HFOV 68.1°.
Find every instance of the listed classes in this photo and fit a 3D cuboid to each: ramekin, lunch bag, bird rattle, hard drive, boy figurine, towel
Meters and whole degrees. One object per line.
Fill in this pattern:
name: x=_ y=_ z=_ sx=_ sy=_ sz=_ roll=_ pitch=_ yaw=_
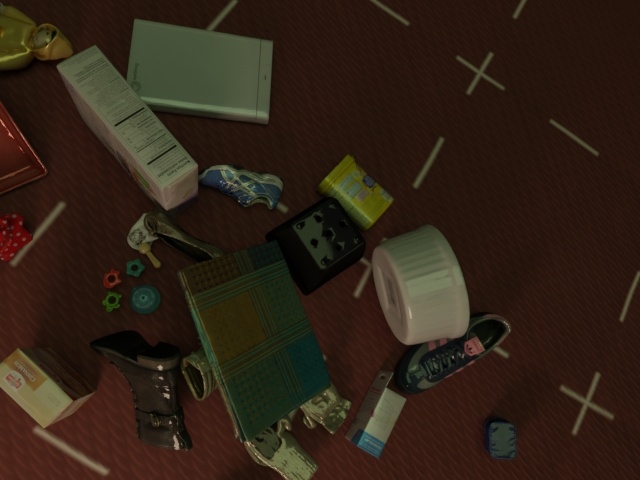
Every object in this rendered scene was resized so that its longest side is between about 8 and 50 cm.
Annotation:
ramekin: x=0.222 y=0.111 z=1.113 sx=0.135 sy=0.277 sz=0.277 roll=-15 pitch=82 yaw=-8
lunch bag: x=0.447 y=0.490 z=1.185 sx=0.067 sy=0.065 sz=0.098 roll=4 pitch=78 yaw=4
bird rattle: x=-0.762 y=-0.050 z=0.996 sx=0.207 sy=0.143 sz=0.253 roll=-22 pitch=126 yaw=7
hard drive: x=-0.305 y=-0.433 z=1.223 sx=0.353 sy=0.047 sz=0.232 roll=4 pitch=77 yaw=-11
boy figurine: x=-0.740 y=-0.474 z=1.113 sx=0.285 sy=0.092 sz=0.177 roll=11 pitch=73 yaw=-7
towel: x=-0.133 y=0.200 z=1.035 sx=0.272 sy=0.040 sz=0.370 roll=-18 pitch=84 yaw=-43

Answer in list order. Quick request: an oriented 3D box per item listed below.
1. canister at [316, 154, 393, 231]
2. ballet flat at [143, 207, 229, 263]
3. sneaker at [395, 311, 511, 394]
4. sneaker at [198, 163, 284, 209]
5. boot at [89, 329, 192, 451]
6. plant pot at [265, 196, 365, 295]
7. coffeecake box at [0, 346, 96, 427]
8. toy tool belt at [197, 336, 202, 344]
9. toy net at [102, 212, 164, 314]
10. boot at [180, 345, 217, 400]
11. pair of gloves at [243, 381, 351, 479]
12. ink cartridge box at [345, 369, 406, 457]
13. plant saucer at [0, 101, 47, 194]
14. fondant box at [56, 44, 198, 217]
canister: x=0.092 y=-0.121 z=1.232 sx=0.170 sy=0.073 sz=0.126 roll=43 pitch=72 yaw=-2
ballet flat: x=-0.297 y=0.020 z=1.090 sx=0.250 sy=0.084 sz=0.058 roll=38 pitch=46 yaw=-16
sneaker: x=0.329 y=0.270 z=1.170 sx=0.319 sy=0.131 sz=0.112 roll=-32 pitch=87 yaw=-17
sneaker: x=-0.197 y=-0.132 z=1.165 sx=0.211 sy=0.080 sz=0.081 roll=8 pitch=73 yaw=-10
boot: x=-0.385 y=0.324 z=1.005 sx=0.263 sy=0.091 sz=0.228 roll=8 pitch=105 yaw=30
plant pot: x=0.000 y=0.000 z=1.137 sx=0.188 sy=0.167 sz=0.187 roll=-33 pitch=86 yaw=-16
coffeecake box: x=-0.543 y=0.285 z=0.943 sx=0.142 sy=0.185 sz=0.068 roll=45 pitch=73 yaw=-1
toy tool belt: x=-0.259 y=0.222 z=1.098 sx=0.051 sy=0.052 sz=0.083 roll=5 pitch=69 yaw=27
toy net: x=-0.427 y=0.052 z=1.096 sx=0.122 sy=0.045 sz=0.232 roll=4 pitch=76 yaw=-10
boot: x=-0.227 y=0.218 z=1.026 sx=0.165 sy=0.077 sz=0.213 roll=-21 pitch=106 yaw=-53
pair of gloves: x=-0.061 y=0.417 z=1.099 sx=0.204 sy=0.042 sz=0.240 roll=36 pitch=68 yaw=2
ink cartridge box: x=0.137 y=0.401 z=1.113 sx=0.062 sy=0.104 sz=0.181 roll=32 pitch=74 yaw=-5
plant saucer: x=-0.775 y=-0.200 z=0.999 sx=0.259 sy=0.258 sz=0.048 roll=-29 pitch=42 yaw=-16
fondant box: x=-0.412 y=-0.222 z=1.054 sx=0.096 sy=0.238 sz=0.330 roll=-39 pitch=89 yaw=-19
